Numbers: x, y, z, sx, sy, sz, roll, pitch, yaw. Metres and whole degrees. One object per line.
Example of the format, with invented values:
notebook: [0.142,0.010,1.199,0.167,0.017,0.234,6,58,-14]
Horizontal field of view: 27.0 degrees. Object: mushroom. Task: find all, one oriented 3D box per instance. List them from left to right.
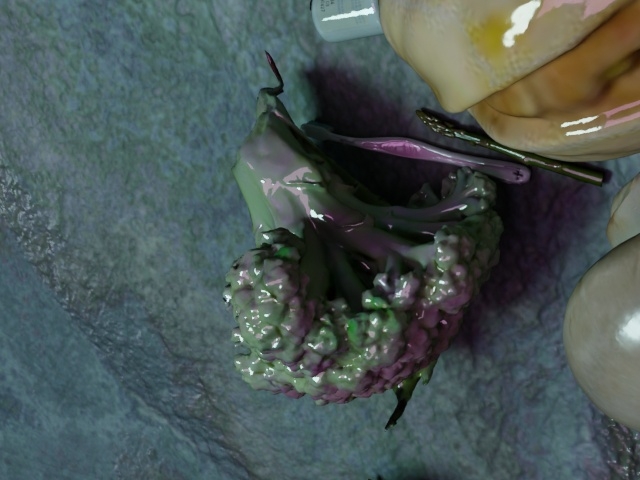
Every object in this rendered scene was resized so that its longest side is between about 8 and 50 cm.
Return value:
mushroom: [0.262,0.035,0.946,0.204,0.204,0.204,12,116,26]

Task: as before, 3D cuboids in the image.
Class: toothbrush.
toothbrush: [0.074,-0.072,1.090,0.204,0.022,0.017,15,127,24]

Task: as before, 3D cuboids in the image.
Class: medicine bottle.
medicine bottle: [0.038,-0.184,1.047,0.083,0.047,0.047,-6,108,31]

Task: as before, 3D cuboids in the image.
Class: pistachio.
pistachio: [0.171,-0.166,0.873,0.309,0.230,0.229,-17,102,50]

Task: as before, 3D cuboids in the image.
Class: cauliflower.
cauliflower: [0.000,0.000,1.062,0.315,0.239,0.256,60,157,4]

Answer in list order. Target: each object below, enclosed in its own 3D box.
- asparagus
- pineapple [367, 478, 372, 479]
asparagus: [0.146,-0.072,1.051,0.163,0.016,0.016,21,133,22]
pineapple: [0.088,0.331,1.187,0.186,0.114,0.236,-16,92,12]
